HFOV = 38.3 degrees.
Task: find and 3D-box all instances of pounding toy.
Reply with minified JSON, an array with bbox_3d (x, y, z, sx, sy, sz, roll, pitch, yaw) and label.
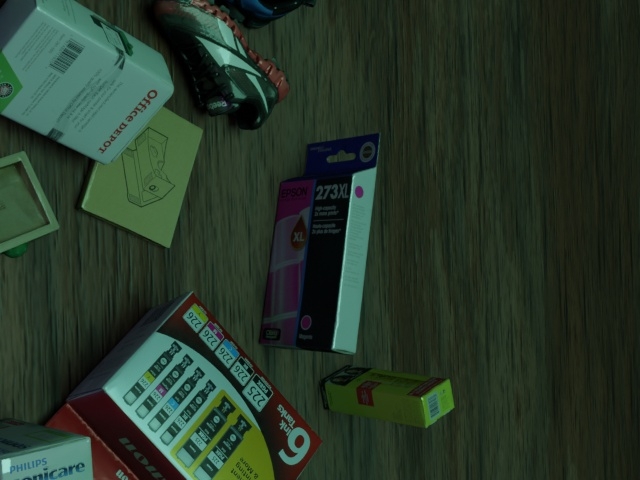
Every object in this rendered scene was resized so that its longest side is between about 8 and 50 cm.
[{"bbox_3d":[-0.425,-0.019,1.182,0.130,0.100,0.141,-28,98,-43],"label":"pounding toy"}]

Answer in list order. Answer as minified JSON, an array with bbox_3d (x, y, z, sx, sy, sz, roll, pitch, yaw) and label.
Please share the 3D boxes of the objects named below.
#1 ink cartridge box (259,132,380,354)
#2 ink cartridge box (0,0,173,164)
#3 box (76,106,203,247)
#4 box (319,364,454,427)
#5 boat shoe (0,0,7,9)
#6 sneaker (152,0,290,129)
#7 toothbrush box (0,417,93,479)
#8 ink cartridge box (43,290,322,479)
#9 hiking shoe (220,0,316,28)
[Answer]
[{"bbox_3d":[0.000,0.000,1.537,0.069,0.176,0.371,19,75,-43],"label":"ink cartridge box"},{"bbox_3d":[-0.330,-0.219,1.219,0.219,0.160,0.092,28,27,-42],"label":"ink cartridge box"},{"bbox_3d":[-0.266,-0.110,1.384,0.164,0.021,0.201,28,68,-41],"label":"box"},{"bbox_3d":[0.112,0.268,1.598,0.087,0.232,0.058,-23,107,-42],"label":"box"},{"bbox_3d":[-0.472,-0.325,1.095,0.285,0.105,0.089,-22,95,-73],"label":"boat shoe"},{"bbox_3d":[-0.162,-0.273,1.439,0.276,0.098,0.135,41,59,-38],"label":"sneaker"},{"bbox_3d":[-0.374,0.377,1.126,0.122,0.206,0.283,-7,93,-45],"label":"toothbrush box"},{"bbox_3d":[-0.192,0.282,1.306,0.309,0.130,0.272,50,51,-14],"label":"ink cartridge box"},{"bbox_3d":[-0.154,-0.427,1.430,0.304,0.132,0.113,11,80,-44],"label":"hiking shoe"}]
